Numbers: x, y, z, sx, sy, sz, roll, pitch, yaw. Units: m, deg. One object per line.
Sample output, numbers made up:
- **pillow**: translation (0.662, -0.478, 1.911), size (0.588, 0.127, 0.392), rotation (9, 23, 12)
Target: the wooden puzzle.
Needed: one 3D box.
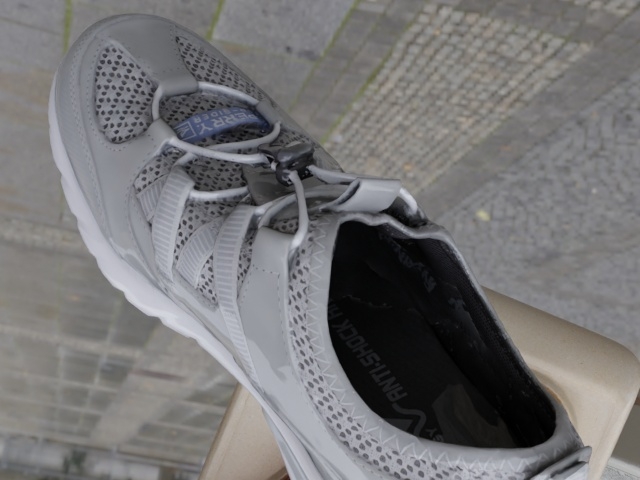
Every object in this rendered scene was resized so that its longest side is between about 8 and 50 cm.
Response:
- **wooden puzzle**: translation (0.070, 0.197, 0.937), size (0.322, 0.348, 0.080), rotation (23, 179, 3)

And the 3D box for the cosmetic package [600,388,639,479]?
- **cosmetic package**: translation (0.373, 0.242, 1.231), size (0.153, 0.129, 0.296), rotation (51, 169, -11)

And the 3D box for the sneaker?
- **sneaker**: translation (0.000, 0.000, 0.392), size (0.105, 0.281, 0.115), rotation (-26, 153, -32)
